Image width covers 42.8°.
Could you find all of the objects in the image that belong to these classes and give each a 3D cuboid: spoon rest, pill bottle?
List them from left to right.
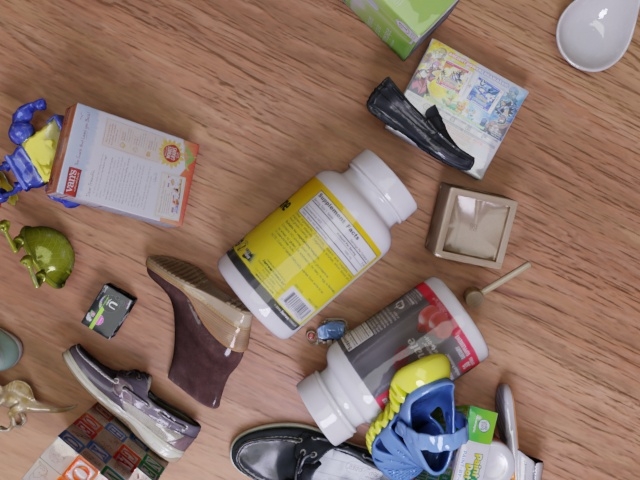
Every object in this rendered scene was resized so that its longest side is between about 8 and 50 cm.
[{"bbox_3d":[0.000,0.000,1.432,0.334,0.188,0.188,-41,92,-2],"label":"pill bottle"},{"bbox_3d":[0.122,0.219,1.446,0.318,0.176,0.176,-34,92,-1],"label":"pill bottle"},{"bbox_3d":[0.289,0.383,1.467,0.086,0.152,0.086,0,91,-3],"label":"pill bottle"},{"bbox_3d":[0.538,-0.439,1.500,0.137,0.084,0.276,32,89,-2],"label":"spoon rest"}]

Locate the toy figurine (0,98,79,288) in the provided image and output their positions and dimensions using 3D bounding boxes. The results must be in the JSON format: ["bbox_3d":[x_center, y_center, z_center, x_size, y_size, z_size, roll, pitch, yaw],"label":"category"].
[{"bbox_3d":[-0.470,-0.119,1.418,0.217,0.191,0.363,-31,93,-6],"label":"toy figurine"}]

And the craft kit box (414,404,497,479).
[{"bbox_3d":[0.213,0.407,1.392,0.060,0.250,0.247,14,77,-4],"label":"craft kit box"}]

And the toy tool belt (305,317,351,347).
[{"bbox_3d":[0.014,0.171,1.503,0.083,0.051,0.052,-9,91,-2],"label":"toy tool belt"}]

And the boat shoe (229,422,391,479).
[{"bbox_3d":[0.001,0.419,1.475,0.339,0.113,0.127,17,92,-2],"label":"boat shoe"}]

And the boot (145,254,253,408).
[{"bbox_3d":[-0.246,0.162,1.473,0.248,0.090,0.207,31,109,21],"label":"boot"}]

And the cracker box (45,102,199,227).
[{"bbox_3d":[-0.338,-0.125,1.414,0.232,0.067,0.156,17,79,-34],"label":"cracker box"}]

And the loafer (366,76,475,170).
[{"bbox_3d":[0.186,-0.204,1.446,0.223,0.076,0.078,36,99,1],"label":"loafer"}]

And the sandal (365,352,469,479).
[{"bbox_3d":[0.159,0.322,1.322,0.126,0.317,0.138,-16,54,-16],"label":"sandal"}]

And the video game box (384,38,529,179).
[{"bbox_3d":[0.249,-0.240,1.508,0.205,0.048,0.187,29,93,-2],"label":"video game box"}]

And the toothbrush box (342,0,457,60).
[{"bbox_3d":[0.099,-0.469,1.420,0.122,0.206,0.283,-44,93,0],"label":"toothbrush box"}]

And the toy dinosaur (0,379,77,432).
[{"bbox_3d":[-0.544,0.299,1.475,0.183,0.053,0.093,28,97,-10],"label":"toy dinosaur"}]

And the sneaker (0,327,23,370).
[{"bbox_3d":[-0.660,0.156,1.426,0.255,0.151,0.094,25,91,-1],"label":"sneaker"}]

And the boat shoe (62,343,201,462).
[{"bbox_3d":[-0.336,0.277,1.470,0.285,0.103,0.092,44,84,-6],"label":"boat shoe"}]

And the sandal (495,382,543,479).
[{"bbox_3d":[0.371,0.395,1.497,0.076,0.102,0.266,-3,89,-1],"label":"sandal"}]

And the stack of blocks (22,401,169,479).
[{"bbox_3d":[-0.362,0.378,1.368,0.171,0.297,0.087,40,89,-1],"label":"stack of blocks"}]

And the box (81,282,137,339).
[{"bbox_3d":[-0.383,0.128,1.486,0.062,0.052,0.083,31,88,-2],"label":"box"}]

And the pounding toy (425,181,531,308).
[{"bbox_3d":[0.289,0.014,1.497,0.181,0.094,0.206,11,100,-7],"label":"pounding toy"}]
